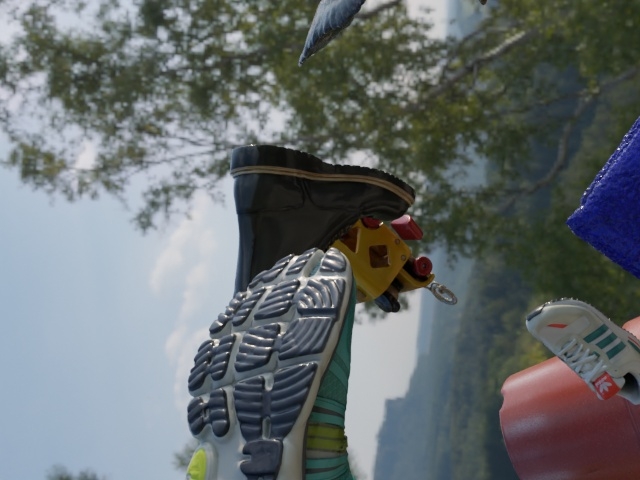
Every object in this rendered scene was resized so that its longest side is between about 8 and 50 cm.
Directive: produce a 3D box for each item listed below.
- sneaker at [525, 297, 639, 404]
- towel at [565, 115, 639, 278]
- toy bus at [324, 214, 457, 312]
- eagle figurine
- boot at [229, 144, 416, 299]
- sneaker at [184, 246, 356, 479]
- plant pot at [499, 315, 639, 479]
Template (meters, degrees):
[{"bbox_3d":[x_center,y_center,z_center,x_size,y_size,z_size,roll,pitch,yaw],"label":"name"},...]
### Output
[{"bbox_3d":[0.278,0.117,0.910,0.057,0.161,0.075,-42,34,34],"label":"sneaker"},{"bbox_3d":[0.422,-0.021,0.843,0.227,0.308,0.076,-59,-12,12],"label":"towel"},{"bbox_3d":[0.066,0.040,1.224,0.104,0.202,0.191,-52,-33,-22],"label":"toy bus"},{"bbox_3d":[0.067,-0.339,1.080,0.226,0.298,0.225,-55,-47,-31],"label":"eagle figurine"},{"bbox_3d":[0.000,0.000,0.806,0.077,0.198,0.137,-10,75,54],"label":"boot"},{"bbox_3d":[-0.024,0.135,0.568,0.110,0.107,0.275,39,-127,-45],"label":"sneaker"},{"bbox_3d":[0.419,0.251,1.275,0.272,0.265,0.272,33,-135,-40],"label":"plant pot"}]
